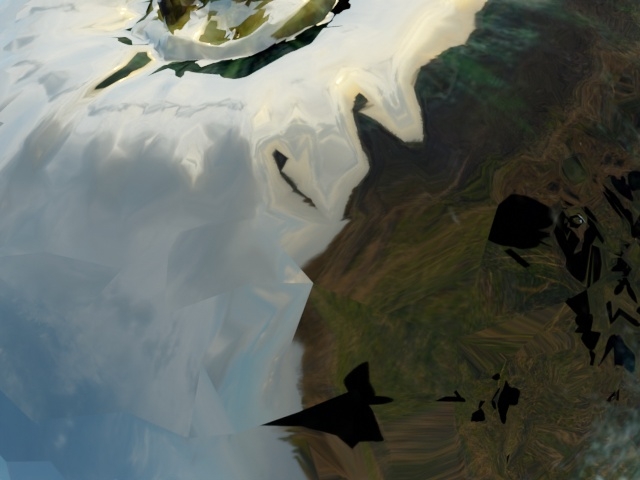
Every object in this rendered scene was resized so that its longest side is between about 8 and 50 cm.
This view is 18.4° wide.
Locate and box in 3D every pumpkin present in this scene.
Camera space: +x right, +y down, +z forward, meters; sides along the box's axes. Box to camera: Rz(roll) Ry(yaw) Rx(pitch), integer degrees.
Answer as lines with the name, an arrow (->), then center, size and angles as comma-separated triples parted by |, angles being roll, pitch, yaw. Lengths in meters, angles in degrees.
pumpkin -> 0.000, 0.000, 0.482 | 0.233, 0.233, 0.163 | -85, -21, -46
